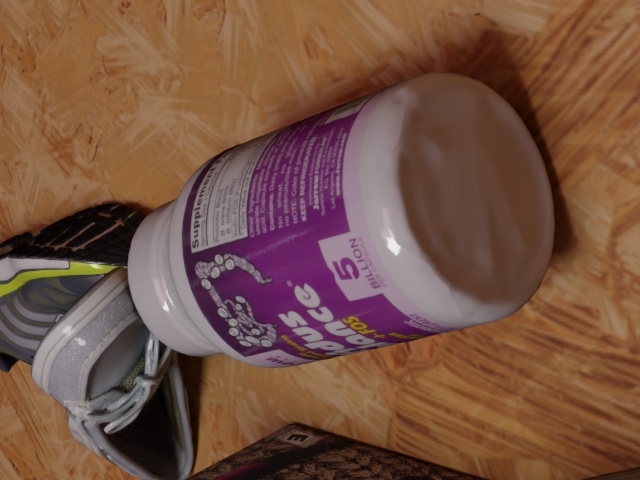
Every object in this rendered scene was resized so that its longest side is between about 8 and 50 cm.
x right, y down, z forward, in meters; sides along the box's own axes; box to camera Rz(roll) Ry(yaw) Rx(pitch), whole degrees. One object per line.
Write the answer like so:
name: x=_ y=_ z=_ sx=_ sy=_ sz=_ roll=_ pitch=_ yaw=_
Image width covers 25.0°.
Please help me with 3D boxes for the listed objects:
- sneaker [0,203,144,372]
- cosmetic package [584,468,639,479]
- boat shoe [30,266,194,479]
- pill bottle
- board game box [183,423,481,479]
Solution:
sneaker: x=-0.236 y=0.049 z=1.324 sx=0.300 sy=0.111 sz=0.121 roll=-13 pitch=109 yaw=50
cosmetic package: x=0.151 y=0.240 z=0.866 sx=0.160 sy=0.309 sz=0.113 roll=-23 pitch=90 yaw=46
boat shoe: x=-0.158 y=0.123 z=1.201 sx=0.103 sy=0.118 sz=0.320 roll=36 pitch=156 yaw=15
pill bottle: x=0.000 y=0.000 z=1.017 sx=0.301 sy=0.169 sz=0.169 roll=-17 pitch=94 yaw=46
board game box: x=0.012 y=0.269 z=1.066 sx=0.291 sy=0.232 sz=0.141 roll=10 pitch=112 yaw=40
